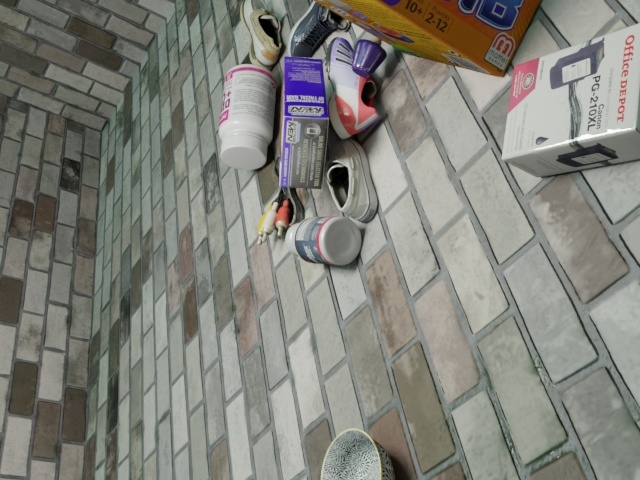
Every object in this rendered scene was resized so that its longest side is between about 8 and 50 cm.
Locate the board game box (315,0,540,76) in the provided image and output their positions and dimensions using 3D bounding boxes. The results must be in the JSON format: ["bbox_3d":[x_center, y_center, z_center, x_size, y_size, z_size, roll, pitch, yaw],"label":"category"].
[{"bbox_3d":[0.202,-0.574,1.312,0.356,0.356,0.357,40,108,56],"label":"board game box"}]

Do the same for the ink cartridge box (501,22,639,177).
[{"bbox_3d":[0.409,-0.206,1.045,0.237,0.100,0.172,-8,68,55],"label":"ink cartridge box"}]

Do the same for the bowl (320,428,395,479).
[{"bbox_3d":[0.082,0.429,1.227,0.170,0.080,0.170,-33,48,46],"label":"bowl"}]

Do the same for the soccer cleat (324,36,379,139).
[{"bbox_3d":[0.081,-0.384,1.660,0.116,0.108,0.318,-18,50,23],"label":"soccer cleat"}]

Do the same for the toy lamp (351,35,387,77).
[{"bbox_3d":[0.151,-0.508,1.588,0.080,0.080,0.275,15,76,58],"label":"toy lamp"}]

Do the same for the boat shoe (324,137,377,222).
[{"bbox_3d":[0.052,-0.151,1.570,0.096,0.088,0.268,-45,40,35],"label":"boat shoe"}]

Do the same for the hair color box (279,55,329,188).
[{"bbox_3d":[-0.045,-0.291,1.648,0.339,0.110,0.185,-96,10,-53],"label":"hair color box"}]

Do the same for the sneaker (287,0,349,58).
[{"bbox_3d":[-0.005,-0.577,1.884,0.226,0.086,0.163,-58,31,17],"label":"sneaker"}]

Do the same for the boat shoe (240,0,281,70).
[{"bbox_3d":[-0.178,-0.685,2.194,0.103,0.113,0.302,-38,55,39],"label":"boat shoe"}]

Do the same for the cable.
[{"bbox_3d":[-0.101,-0.125,1.805,0.139,0.072,0.287,-19,58,45],"label":"cable"}]

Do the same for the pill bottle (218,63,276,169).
[{"bbox_3d":[-0.216,-0.362,2.020,0.160,0.160,0.283,-29,51,47],"label":"pill bottle"}]

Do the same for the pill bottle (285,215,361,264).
[{"bbox_3d":[0.000,0.000,1.552,0.180,0.107,0.108,1,75,58],"label":"pill bottle"}]
